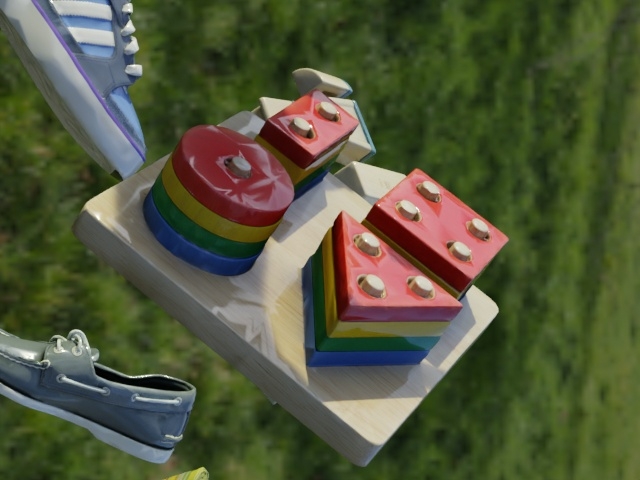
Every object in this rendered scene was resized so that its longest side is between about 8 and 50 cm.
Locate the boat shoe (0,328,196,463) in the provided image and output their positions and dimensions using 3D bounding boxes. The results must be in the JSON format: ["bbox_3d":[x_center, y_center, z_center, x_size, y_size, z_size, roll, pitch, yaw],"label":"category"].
[{"bbox_3d":[-0.284,0.144,1.935,0.099,0.319,0.116,-56,-156,8],"label":"boat shoe"}]

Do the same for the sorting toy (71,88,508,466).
[{"bbox_3d":[0.000,0.000,1.220,0.089,0.257,0.255,-56,171,30],"label":"sorting toy"}]

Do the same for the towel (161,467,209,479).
[{"bbox_3d":[-0.210,0.269,1.547,0.021,0.237,0.102,60,28,-17],"label":"towel"}]

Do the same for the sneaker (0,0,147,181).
[{"bbox_3d":[-0.200,-0.251,1.719,0.323,0.236,0.130,57,-12,-6],"label":"sneaker"}]

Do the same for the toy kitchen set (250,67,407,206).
[{"bbox_3d":[0.000,-0.097,2.210,0.122,0.166,0.207,12,51,-52],"label":"toy kitchen set"}]

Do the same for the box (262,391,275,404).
[{"bbox_3d":[-0.003,0.078,2.082,0.181,0.119,0.182,-30,164,-37],"label":"box"}]
